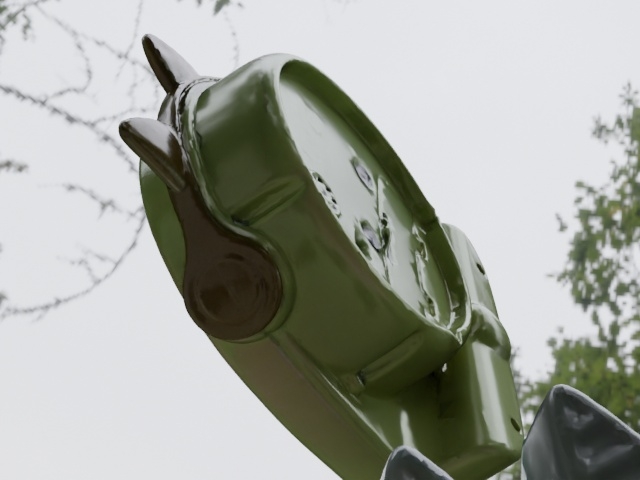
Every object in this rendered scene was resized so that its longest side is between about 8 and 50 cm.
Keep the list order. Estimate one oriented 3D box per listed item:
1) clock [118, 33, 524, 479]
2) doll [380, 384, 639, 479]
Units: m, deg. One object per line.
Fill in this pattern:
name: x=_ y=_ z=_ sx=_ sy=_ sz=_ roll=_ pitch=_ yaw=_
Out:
clock: x=0.000 y=0.000 z=0.859 sx=0.117 sy=0.286 sz=0.348 roll=-33 pitch=-62 yaw=19
doll: x=0.111 y=0.133 z=0.281 sx=0.258 sy=0.195 sz=0.153 roll=35 pitch=-38 yaw=16
